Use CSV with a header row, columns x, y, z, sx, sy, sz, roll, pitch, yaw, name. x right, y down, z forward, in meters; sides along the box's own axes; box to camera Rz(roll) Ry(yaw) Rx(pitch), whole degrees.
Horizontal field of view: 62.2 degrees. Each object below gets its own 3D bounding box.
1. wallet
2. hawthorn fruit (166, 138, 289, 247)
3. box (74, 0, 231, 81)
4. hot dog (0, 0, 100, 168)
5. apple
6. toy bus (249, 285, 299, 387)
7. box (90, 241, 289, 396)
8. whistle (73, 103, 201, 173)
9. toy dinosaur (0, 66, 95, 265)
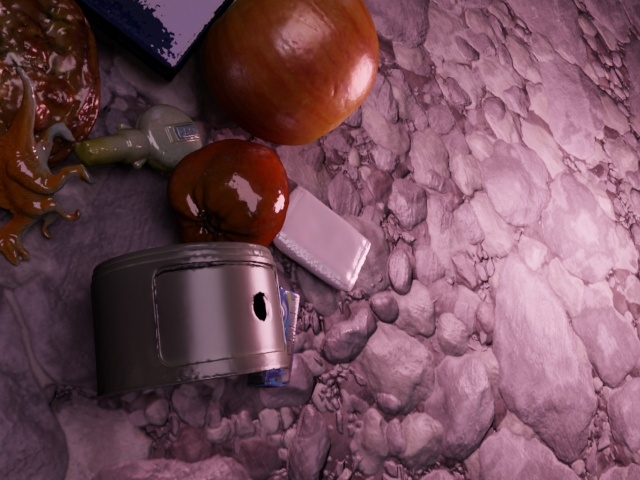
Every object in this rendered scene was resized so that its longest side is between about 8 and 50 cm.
x,y,z,sx,sy,sz,roll,pitch,yaw,name
0.000,0.000,0.916,0.183,0.032,0.124,36,59,-16,wallet
-0.128,-0.064,0.771,0.189,0.189,0.189,11,69,-30,hawthorn fruit
-0.259,-0.430,0.779,0.279,0.116,0.261,37,85,-17,box
-0.394,-0.228,0.679,0.196,0.122,0.271,-6,76,-37,hot dog
-0.045,-0.286,0.839,0.233,0.286,0.286,46,55,-21,apple
-0.069,0.149,0.811,0.061,0.051,0.152,20,64,-33,toy bus
-0.160,0.100,0.658,0.226,0.226,0.149,-1,75,-33,box
-0.250,-0.140,0.755,0.198,0.057,0.104,-26,97,-54,whistle
-0.362,-0.085,0.641,0.143,0.057,0.211,-25,117,-10,toy dinosaur
